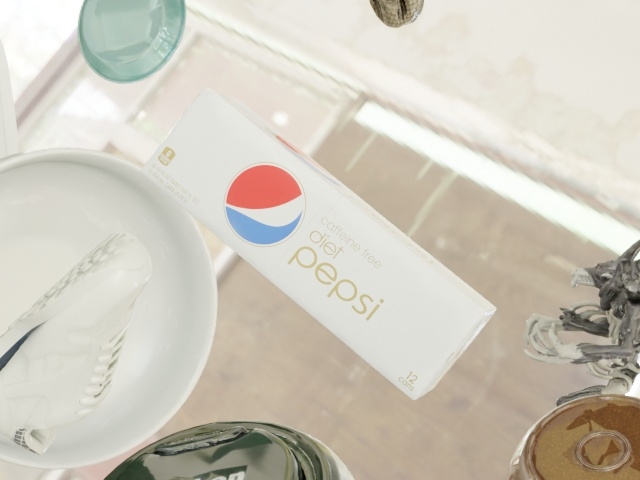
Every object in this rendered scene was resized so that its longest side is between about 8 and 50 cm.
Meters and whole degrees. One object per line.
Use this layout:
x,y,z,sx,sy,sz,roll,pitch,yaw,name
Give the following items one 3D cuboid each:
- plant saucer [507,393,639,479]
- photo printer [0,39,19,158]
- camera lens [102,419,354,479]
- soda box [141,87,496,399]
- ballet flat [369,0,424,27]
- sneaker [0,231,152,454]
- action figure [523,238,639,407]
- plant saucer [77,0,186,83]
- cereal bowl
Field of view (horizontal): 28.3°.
0.239,0.185,1.072,0.168,0.168,0.029,31,-32,47,plant saucer
-0.455,-0.074,1.529,0.107,0.256,0.307,2,-28,-31,photo printer
-0.060,0.295,0.985,0.219,0.219,0.274,29,-41,52,camera lens
0.000,0.000,0.769,0.216,0.069,0.074,39,7,11,soda box
0.078,-0.365,1.427,0.084,0.249,0.058,5,10,34,ballet flat
-0.189,0.081,0.980,0.095,0.235,0.090,47,38,-4,sneaker
0.280,0.117,1.335,0.141,0.275,0.164,12,-1,12,action figure
-0.180,-0.207,1.189,0.021,0.119,0.119,30,-10,42,plant saucer
-0.289,0.066,1.351,0.339,0.339,0.141,41,-17,-29,cereal bowl
